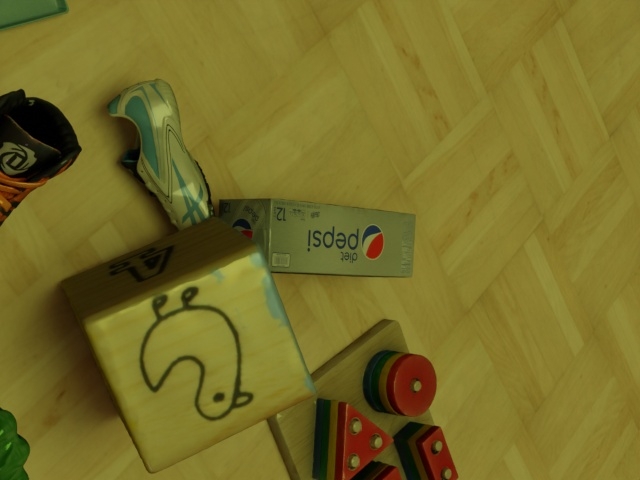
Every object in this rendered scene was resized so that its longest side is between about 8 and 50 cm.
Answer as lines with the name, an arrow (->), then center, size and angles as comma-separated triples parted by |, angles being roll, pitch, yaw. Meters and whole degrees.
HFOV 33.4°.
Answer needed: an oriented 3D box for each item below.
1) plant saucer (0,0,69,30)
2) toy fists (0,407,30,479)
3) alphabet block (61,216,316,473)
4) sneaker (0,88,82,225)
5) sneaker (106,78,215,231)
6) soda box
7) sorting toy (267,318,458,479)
plant saucer -> -0.360, -0.252, 1.130 | 0.192, 0.018, 0.067 | -27, 108, -38
toy fists -> -0.384, 0.171, 1.064 | 0.142, 0.096, 0.279 | -22, 107, -30
alphabet block -> -0.149, 0.106, 1.169 | 0.197, 0.193, 0.192 | -25, 107, -14
sneaker -> -0.334, -0.039, 0.976 | 0.124, 0.180, 0.321 | 42, 37, -24
sneaker -> -0.182, -0.076, 1.263 | 0.086, 0.085, 0.237 | -20, 116, -2
soda box -> 0.000, 0.000, 1.389 | 0.286, 0.098, 0.091 | 4, 87, -48
sorting toy -> 0.081, 0.282, 1.484 | 0.257, 0.089, 0.255 | -34, 112, -36
